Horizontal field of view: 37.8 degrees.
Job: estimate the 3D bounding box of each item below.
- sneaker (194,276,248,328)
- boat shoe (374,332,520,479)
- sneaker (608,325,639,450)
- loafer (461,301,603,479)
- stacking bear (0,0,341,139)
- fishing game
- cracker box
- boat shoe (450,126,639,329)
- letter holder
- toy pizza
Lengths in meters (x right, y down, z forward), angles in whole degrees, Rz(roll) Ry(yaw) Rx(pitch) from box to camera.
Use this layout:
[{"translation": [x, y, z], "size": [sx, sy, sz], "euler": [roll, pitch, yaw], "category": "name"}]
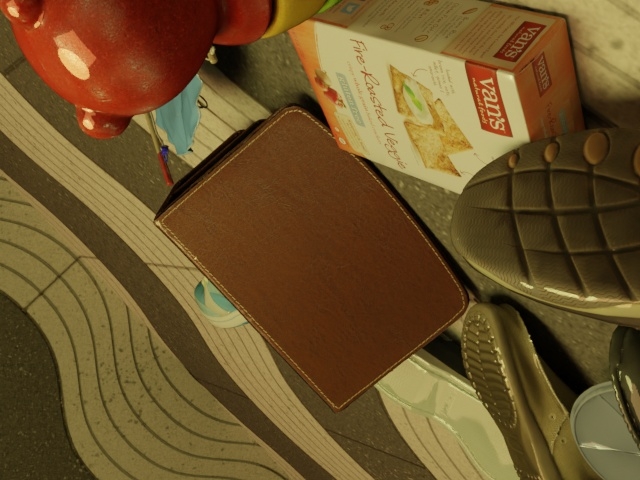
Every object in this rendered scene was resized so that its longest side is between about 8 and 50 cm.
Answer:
[{"translation": [-0.139, 0.020, 1.369], "size": [0.208, 0.127, 0.319], "euler": [48, 150, -19], "category": "sneaker"}, {"translation": [0.197, 0.202, 1.150], "size": [0.302, 0.091, 0.114], "euler": [40, 127, 14], "category": "boat shoe"}, {"translation": [0.371, 0.174, 0.745], "size": [0.330, 0.122, 0.146], "euler": [47, 136, -8], "category": "sneaker"}, {"translation": [0.236, 0.178, 1.019], "size": [0.268, 0.092, 0.102], "euler": [67, 164, -13], "category": "loafer"}, {"translation": [-0.053, -0.185, 0.534], "size": [0.164, 0.289, 0.175], "euler": [28, 155, 36], "category": "stacking bear"}, {"translation": [-0.155, -0.186, 1.015], "size": [0.189, 0.041, 0.264], "euler": [68, 154, 23], "category": "fishing game"}, {"translation": [0.089, -0.115, 0.734], "size": [0.232, 0.067, 0.155], "euler": [25, 153, 40], "category": "cracker box"}, {"translation": [0.246, 0.023, 0.571], "size": [0.355, 0.132, 0.130], "euler": [11, 151, 39], "category": "boat shoe"}, {"translation": [0.000, 0.000, 1.062], "size": [0.302, 0.214, 0.152], "euler": [48, -168, -13], "category": "letter holder"}, {"translation": [0.344, 0.203, 0.913], "size": [0.201, 0.032, 0.201], "euler": [25, 142, 21], "category": "toy pizza"}]
